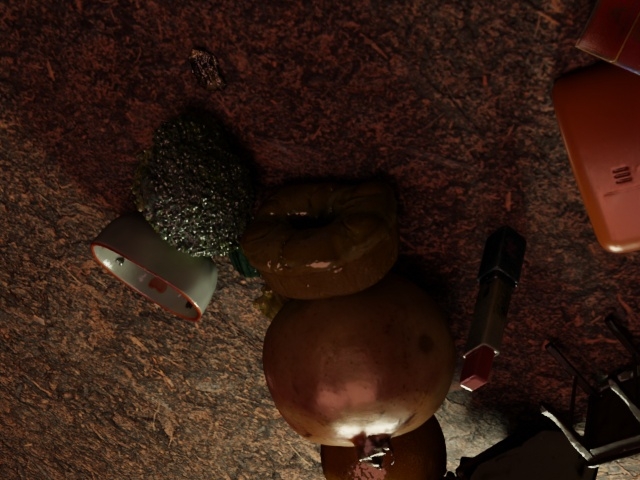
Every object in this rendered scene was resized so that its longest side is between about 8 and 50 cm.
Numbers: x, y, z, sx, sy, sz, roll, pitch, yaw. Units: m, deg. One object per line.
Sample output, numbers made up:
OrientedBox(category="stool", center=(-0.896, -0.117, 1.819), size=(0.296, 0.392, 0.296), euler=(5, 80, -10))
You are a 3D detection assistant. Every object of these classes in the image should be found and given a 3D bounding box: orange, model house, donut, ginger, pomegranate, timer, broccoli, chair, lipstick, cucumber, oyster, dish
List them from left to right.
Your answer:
OrientedBox(category="dish", center=(-0.290, 0.034, 1.543), size=(0.256, 0.117, 0.256), euler=(28, 161, 11))
OrientedBox(category="broccoli", center=(-0.205, -0.081, 1.396), size=(0.198, 0.176, 0.226), euler=(-33, 151, 1))
OrientedBox(category="oyster", center=(-0.183, -0.266, 1.320), size=(0.054, 0.019, 0.083), euler=(-1, 130, 25))
OrientedBox(category="cucumber", center=(-0.127, 0.008, 1.521), size=(0.116, 0.062, 0.115), euler=(5, 136, 21))
OrientedBox(category="ginger", center=(-0.060, 0.098, 1.561), size=(0.115, 0.081, 0.205), euler=(22, 143, 20))
OrientedBox(category="donut", center=(0.000, 0.000, 1.356), size=(0.261, 0.208, 0.128), euler=(0, 131, 29))
OrientedBox(category="pomegranate", center=(0.068, 0.222, 1.434), size=(0.338, 0.338, 0.338), euler=(12, 134, 13))
OrientedBox(category="orange", center=(0.127, 0.413, 1.653), size=(0.264, 0.264, 0.264), euler=(12, 134, 13))
OrientedBox(category="model house", center=(0.319, 0.485, 1.613), size=(0.297, 0.317, 0.282), euler=(29, 155, -11))
OrientedBox(category="lipstick", center=(0.258, 0.101, 1.259), size=(0.051, 0.312, 0.051), euler=(39, 133, -14))
OrientedBox(category="chair", center=(0.527, 0.302, 1.426), size=(0.160, 0.186, 0.319), euler=(-32, 110, 35))
OrientedBox(category="timer", center=(0.460, -0.132, 1.112), size=(0.257, 0.161, 0.250), euler=(-14, 109, 33))

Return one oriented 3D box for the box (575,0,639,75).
OrientedBox(category="box", center=(0.411, -0.246, 1.002), size=(0.175, 0.048, 0.112), euler=(29, 108, 18))
